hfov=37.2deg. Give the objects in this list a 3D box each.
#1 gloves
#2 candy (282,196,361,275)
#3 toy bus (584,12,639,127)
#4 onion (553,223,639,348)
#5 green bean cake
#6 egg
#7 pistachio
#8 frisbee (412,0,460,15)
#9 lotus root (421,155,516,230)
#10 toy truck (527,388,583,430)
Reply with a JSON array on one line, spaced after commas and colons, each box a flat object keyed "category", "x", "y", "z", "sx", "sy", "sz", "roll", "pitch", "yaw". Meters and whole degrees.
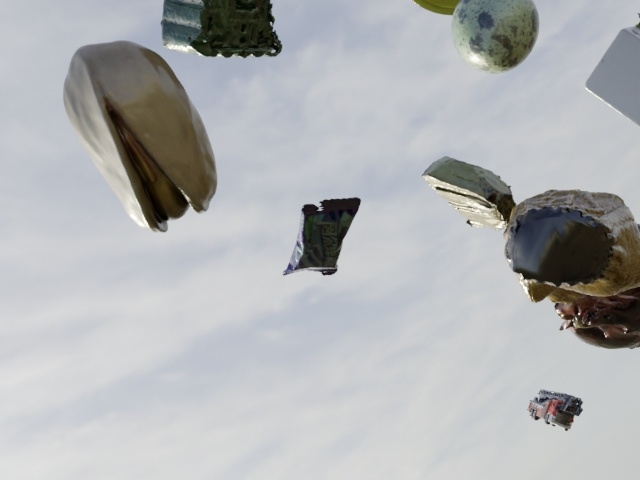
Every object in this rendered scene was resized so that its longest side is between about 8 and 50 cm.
[{"category": "gloves", "x": 0.360, "y": 0.006, "z": 1.317, "sx": 0.203, "sy": 0.155, "sz": 0.356, "roll": 0, "pitch": -9, "yaw": 22}, {"category": "candy", "x": 0.000, "y": 0.000, "z": 2.213, "sx": 0.145, "sy": 0.070, "sz": 0.275, "roll": -8, "pitch": -38, "yaw": -23}, {"category": "toy bus", "x": 0.477, "y": -0.151, "z": 1.161, "sx": 0.139, "sy": 0.302, "sz": 0.113, "roll": -15, "pitch": -39, "yaw": -52}, {"category": "onion", "x": 0.552, "y": 0.095, "z": 1.789, "sx": 0.281, "sy": 0.221, "sz": 0.281, "roll": -37, "pitch": -23, "yaw": -19}, {"category": "green bean cake", "x": -0.142, "y": -0.389, "z": 1.488, "sx": 0.193, "sy": 0.107, "sz": 0.208, "roll": -12, "pitch": -65, "yaw": -43}, {"category": "egg", "x": 0.265, "y": -0.320, "z": 1.442, "sx": 0.172, "sy": 0.132, "sz": 0.132, "roll": -80, "pitch": 16, "yaw": -51}, {"category": "pistachio", "x": -0.253, "y": -0.155, "z": 1.345, "sx": 0.166, "sy": 0.288, "sz": 0.197, "roll": -32, "pitch": -2, "yaw": 1}, {"category": "frisbee", "x": 0.246, "y": -0.518, "z": 1.720, "sx": 0.236, "sy": 0.236, "sz": 0.017, "roll": -58, "pitch": 16, "yaw": 35}, {"category": "lotus root", "x": 0.256, "y": -0.077, "z": 1.503, "sx": 0.143, "sy": 0.144, "sz": 0.070, "roll": 43, "pitch": -101, "yaw": -34}, {"category": "toy truck", "x": 0.201, "y": 0.144, "z": 0.814, "sx": 0.083, "sy": 0.024, "sz": 0.032, "roll": 128, "pitch": 165, "yaw": -85}]
